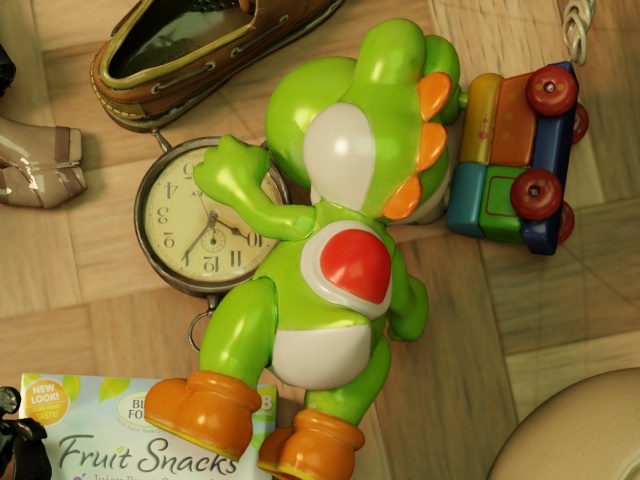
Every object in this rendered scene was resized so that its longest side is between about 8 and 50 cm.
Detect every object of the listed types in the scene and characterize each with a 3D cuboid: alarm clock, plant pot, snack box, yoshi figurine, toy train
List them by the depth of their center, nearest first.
[{"bbox_3d":[0.267,0.226,1.502,0.284,0.191,0.284,0,79,0],"label":"plant pot"},{"bbox_3d":[-0.004,0.002,1.530,0.203,0.203,0.362,20,83,21],"label":"yoshi figurine"},{"bbox_3d":[-0.140,0.198,1.570,0.207,0.070,0.175,4,77,-1],"label":"snack box"},{"bbox_3d":[-0.088,0.002,1.615,0.129,0.064,0.192,1,76,0],"label":"alarm clock"},{"bbox_3d":[0.147,-0.119,1.630,0.143,0.105,0.248,6,78,15],"label":"toy train"}]

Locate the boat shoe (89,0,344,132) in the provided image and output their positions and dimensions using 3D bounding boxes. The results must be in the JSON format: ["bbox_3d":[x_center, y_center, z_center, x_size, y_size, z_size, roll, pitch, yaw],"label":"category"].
[{"bbox_3d":[-0.061,-0.209,1.639,0.110,0.104,0.307,43,81,9],"label":"boat shoe"}]

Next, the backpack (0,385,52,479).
[{"bbox_3d":[-0.346,0.254,1.433,0.213,0.276,0.263,14,113,9],"label":"backpack"}]

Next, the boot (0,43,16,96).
[{"bbox_3d":[-0.383,-0.191,1.585,0.246,0.094,0.207,-5,58,-36],"label":"boot"}]

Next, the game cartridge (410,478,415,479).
[{"bbox_3d":[0.069,0.238,1.589,0.056,0.017,0.083,34,80,3],"label":"game cartridge"}]

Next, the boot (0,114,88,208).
[{"bbox_3d":[-0.244,-0.082,1.649,0.087,0.042,0.118,-11,79,-9],"label":"boot"}]
